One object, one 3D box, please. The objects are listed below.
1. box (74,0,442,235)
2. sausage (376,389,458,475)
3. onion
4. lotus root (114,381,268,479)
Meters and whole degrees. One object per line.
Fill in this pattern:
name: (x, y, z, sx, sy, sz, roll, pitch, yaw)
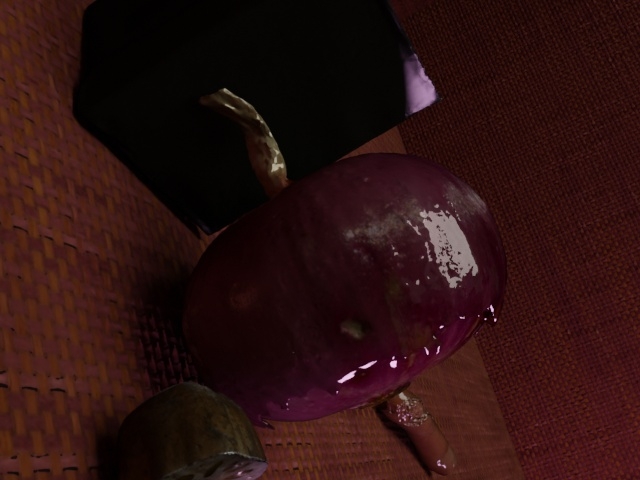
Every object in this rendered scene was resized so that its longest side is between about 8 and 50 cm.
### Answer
box: (-0.075, -0.216, 0.887, 0.251, 0.345, 0.204, 49, 18, -46)
sausage: (0.191, 0.365, 1.441, 0.304, 0.078, 0.078, 54, 20, -41)
onion: (0.025, 0.031, 0.819, 0.358, 0.358, 0.345, 37, 47, -61)
lotus root: (-0.115, 0.180, 0.627, 0.081, 0.112, 0.122, 57, 7, 30)
